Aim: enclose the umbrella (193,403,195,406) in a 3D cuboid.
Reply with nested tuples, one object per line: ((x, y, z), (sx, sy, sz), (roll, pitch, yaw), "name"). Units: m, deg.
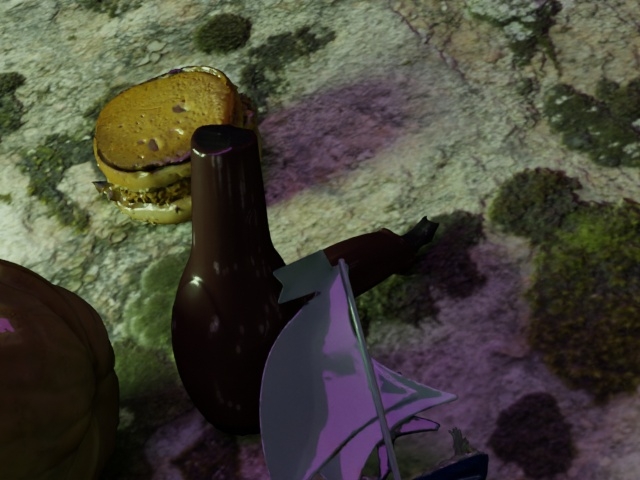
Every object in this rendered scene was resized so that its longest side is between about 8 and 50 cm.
((-0.108, 0.106, 1.714), (0.027, 0.025, 0.165), (-23, 33, 28), "umbrella")

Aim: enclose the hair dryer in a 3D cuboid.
((0.000, 0.000, 1.628), (0.123, 0.312, 0.340), (27, 38, 36), "hair dryer")

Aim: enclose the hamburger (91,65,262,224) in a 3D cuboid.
((-0.153, -0.106, 1.896), (0.182, 0.118, 0.191), (3, 49, 21), "hamburger")

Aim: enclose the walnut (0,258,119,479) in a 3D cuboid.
((-0.320, 0.151, 1.566), (0.285, 0.285, 0.296), (-11, 0, 13), "walnut")

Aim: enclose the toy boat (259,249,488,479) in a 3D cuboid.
((0.044, 0.155, 1.479), (0.210, 0.070, 0.291), (10, 69, 0), "toy boat")
